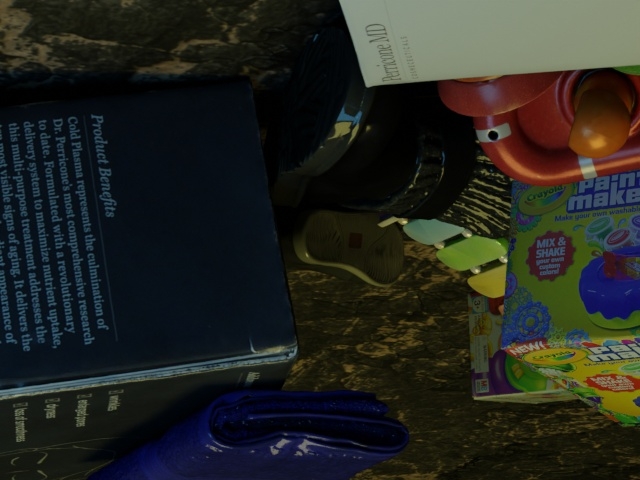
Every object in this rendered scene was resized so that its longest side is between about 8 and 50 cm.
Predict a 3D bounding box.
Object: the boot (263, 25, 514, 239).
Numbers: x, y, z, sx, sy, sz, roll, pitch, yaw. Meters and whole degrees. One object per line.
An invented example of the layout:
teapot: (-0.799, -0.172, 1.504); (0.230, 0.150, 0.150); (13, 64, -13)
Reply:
boot: (0.096, -0.096, 1.772); (0.260, 0.131, 0.348); (9, 170, -9)

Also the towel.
towel: (-0.083, 0.214, 1.902); (0.227, 0.076, 0.308); (7, 156, -30)

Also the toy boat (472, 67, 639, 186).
toy boat: (0.243, -0.117, 1.644); (0.231, 0.151, 0.151); (-12, -161, 22)

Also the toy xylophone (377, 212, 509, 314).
toy xylophone: (0.211, 0.032, 2.088); (0.322, 0.081, 0.236); (32, 160, -4)

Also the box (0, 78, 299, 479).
box: (-0.299, 0.078, 1.924); (0.471, 0.297, 0.480); (-6, 162, -11)

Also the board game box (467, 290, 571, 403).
board game box: (0.338, 0.122, 2.371); (0.275, 0.142, 0.144); (-10, 168, 40)

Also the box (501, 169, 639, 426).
box: (0.364, 0.050, 1.782); (0.290, 0.177, 0.279); (-7, 156, 33)

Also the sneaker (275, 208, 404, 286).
sneaker: (0.000, 0.000, 2.169); (0.118, 0.083, 0.222); (4, 171, 36)

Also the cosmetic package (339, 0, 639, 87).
cosmetic package: (0.203, -0.228, 1.367); (0.385, 0.156, 0.217); (-6, 163, 9)

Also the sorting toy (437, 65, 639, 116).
sorting toy: (0.247, -0.215, 1.549); (0.365, 0.127, 0.126); (-13, 129, 22)
